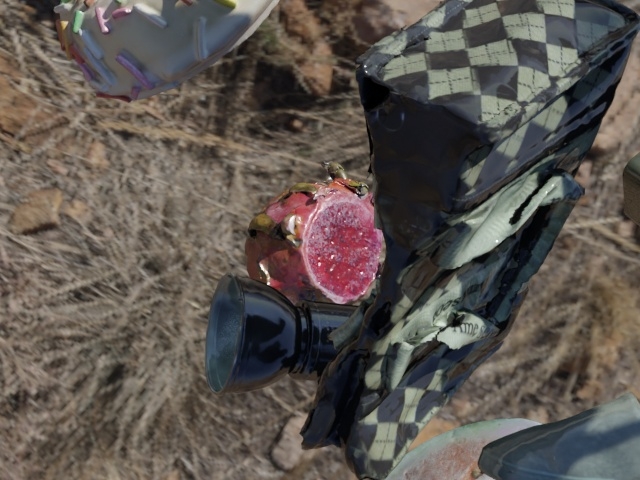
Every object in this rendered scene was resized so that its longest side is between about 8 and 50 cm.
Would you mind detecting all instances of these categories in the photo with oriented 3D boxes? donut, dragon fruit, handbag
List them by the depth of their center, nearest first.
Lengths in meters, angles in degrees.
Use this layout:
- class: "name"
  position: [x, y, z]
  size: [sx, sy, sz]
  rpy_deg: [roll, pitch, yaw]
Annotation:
- class: "handbag"
  position: [0.114, -0.005, 0.998]
  size: [0.317, 0.180, 0.416]
  rpy_deg: [-42, 154, -46]
- class: "donut"
  position: [-0.191, -0.352, 1.437]
  size: [0.383, 0.382, 0.142]
  rpy_deg: [-53, 126, -11]
- class: "dragon fruit"
  position: [0.000, 0.000, 1.658]
  size: [0.211, 0.147, 0.282]
  rpy_deg: [28, 74, -24]

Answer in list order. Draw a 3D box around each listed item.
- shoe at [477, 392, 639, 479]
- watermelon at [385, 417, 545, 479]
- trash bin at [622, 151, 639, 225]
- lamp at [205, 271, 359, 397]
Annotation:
- class: "shoe"
  position: [0.207, 0.143, 0.754]
  size: [0.079, 0.195, 0.078]
  rpy_deg: [22, 77, -62]
- class: "watermelon"
  position: [0.197, 0.294, 0.977]
  size: [0.188, 0.322, 0.175]
  rpy_deg: [-38, 144, -8]
- class: "trash bin"
  position: [0.487, -0.035, 1.266]
  size: [0.164, 0.240, 0.122]
  rpy_deg: [-37, 143, -10]
- class: "lamp"
  position: [-0.011, 0.129, 1.331]
  size: [0.227, 0.147, 0.172]
  rpy_deg: [8, 58, -20]
